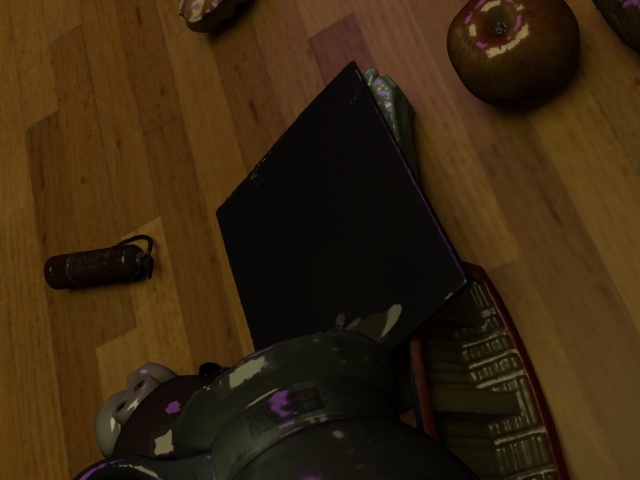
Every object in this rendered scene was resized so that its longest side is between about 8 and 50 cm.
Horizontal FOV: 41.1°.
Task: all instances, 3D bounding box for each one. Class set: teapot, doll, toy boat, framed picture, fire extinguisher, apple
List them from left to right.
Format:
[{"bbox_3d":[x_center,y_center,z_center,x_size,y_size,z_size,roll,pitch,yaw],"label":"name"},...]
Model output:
[{"bbox_3d":[-0.256,0.025,1.027,0.157,0.045,0.078,-8,45,27],"label":"fire extinguisher"},{"bbox_3d":[-0.141,0.191,0.806,0.182,0.117,0.257,-47,16,-15],"label":"doll"},{"bbox_3d":[-0.024,0.211,0.591,0.305,0.223,0.285,-31,45,4],"label":"teapot"},{"bbox_3d":[0.000,0.000,0.838,0.244,0.013,0.323,-46,43,25],"label":"framed picture"},{"bbox_3d":[0.138,0.189,0.702,0.079,0.136,0.391,-51,39,46],"label":"toy boat"},{"bbox_3d":[0.188,-0.196,0.837,0.126,0.102,0.126,-10,66,24],"label":"apple"}]

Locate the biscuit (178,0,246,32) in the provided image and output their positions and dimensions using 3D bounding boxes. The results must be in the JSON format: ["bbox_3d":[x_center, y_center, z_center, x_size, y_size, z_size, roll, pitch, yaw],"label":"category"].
[{"bbox_3d":[-0.127,-0.351,1.099,0.118,0.061,0.183,-11,68,23],"label":"biscuit"}]

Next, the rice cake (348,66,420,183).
[{"bbox_3d":[0.070,-0.075,0.876,0.063,0.069,0.206,-14,67,21],"label":"rice cake"}]

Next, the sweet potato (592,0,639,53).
[{"bbox_3d":[0.369,-0.198,0.750,0.286,0.085,0.112,20,76,33],"label":"sweet potato"}]
